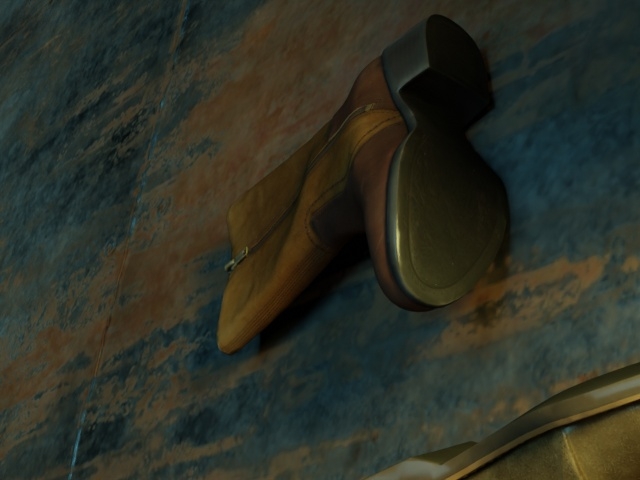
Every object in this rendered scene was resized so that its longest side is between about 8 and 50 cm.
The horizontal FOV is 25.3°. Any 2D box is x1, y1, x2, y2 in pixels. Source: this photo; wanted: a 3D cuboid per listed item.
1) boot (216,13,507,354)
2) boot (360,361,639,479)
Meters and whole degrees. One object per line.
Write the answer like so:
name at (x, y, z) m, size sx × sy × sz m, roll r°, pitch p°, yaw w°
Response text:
boot at (0.000, 0.000, 1.027) m, size 0.280 × 0.096 × 0.264 m, roll -40°, pitch 38°, yaw 36°
boot at (0.135, 0.135, 0.741) m, size 0.305 × 0.112 × 0.115 m, roll -34°, pitch 71°, yaw 35°
